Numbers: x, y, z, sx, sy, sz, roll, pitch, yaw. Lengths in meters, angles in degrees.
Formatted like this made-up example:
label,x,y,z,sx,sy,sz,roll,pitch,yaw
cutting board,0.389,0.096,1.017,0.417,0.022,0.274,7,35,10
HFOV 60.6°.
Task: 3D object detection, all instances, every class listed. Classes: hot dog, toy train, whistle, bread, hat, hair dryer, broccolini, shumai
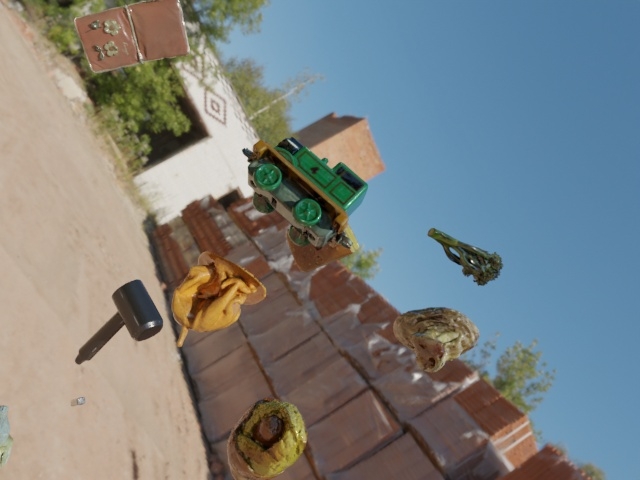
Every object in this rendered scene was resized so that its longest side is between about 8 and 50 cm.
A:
label,x,y,z,sx,sy,sz,roll,pitch,yaw
hot dog,-0.100,0.320,0.866,0.093,0.123,0.262,24,-44,-12
toy train,-0.021,-0.080,0.842,0.227,0.136,0.091,44,-21,12
whistle,-0.910,0.547,1.509,0.122,0.223,0.123,21,19,-8
bread,0.000,0.000,1.990,0.110,0.234,0.184,-24,89,-59
hat,-0.301,0.191,1.457,0.244,0.233,0.234,19,-33,24
hair dryer,-0.434,0.199,1.137,0.114,0.248,0.070,54,18,19
broccolini,0.315,0.020,1.189,0.202,0.068,0.091,40,-44,-20
shumai,0.276,0.248,1.321,0.153,0.209,0.162,-67,162,-57

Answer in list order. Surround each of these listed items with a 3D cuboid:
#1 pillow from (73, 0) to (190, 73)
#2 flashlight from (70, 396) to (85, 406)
label,x,y,z,sx,sy,sz,roll,pitch,yaw
pillow,-0.408,-0.450,1.200,0.043,0.232,0.126,-106,-176,-57
flashlight,-0.593,0.395,1.340,0.083,0.018,0.018,-27,-111,52
